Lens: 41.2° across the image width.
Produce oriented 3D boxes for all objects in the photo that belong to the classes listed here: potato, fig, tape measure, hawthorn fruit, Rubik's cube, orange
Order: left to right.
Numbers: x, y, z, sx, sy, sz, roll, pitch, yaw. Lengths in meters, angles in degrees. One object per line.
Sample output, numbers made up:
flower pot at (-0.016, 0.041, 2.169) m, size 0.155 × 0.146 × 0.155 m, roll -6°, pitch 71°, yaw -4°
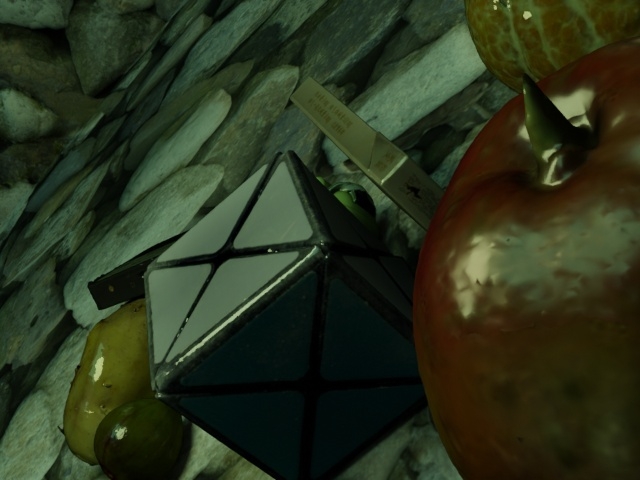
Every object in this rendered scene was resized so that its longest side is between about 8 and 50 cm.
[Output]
potato at (-0.304, 0.200, 1.332) m, size 0.140 × 0.173 × 0.300 m, roll 19°, pitch 63°, yaw 13°
fig at (-0.218, 0.248, 1.219) m, size 0.236 × 0.124 × 0.124 m, roll -45°, pitch 26°, yaw -23°
Rubik's cube at (-0.032, 0.091, 0.994) m, size 0.260 × 0.259 × 0.254 m, roll -43°, pitch 31°, yaw 11°
tape measure at (0.000, 0.000, 1.207) m, size 0.175 × 0.106 × 0.199 m, roll -5°, pitch 53°, yaw 55°
orange at (0.322, -0.322, 1.020) m, size 0.329 × 0.249 × 0.329 m, roll -28°, pitch 31°, yaw 19°
hawthorn fruit at (0.242, 0.031, 0.580) m, size 0.403 × 0.403 × 0.402 m, roll -33°, pitch 33°, yaw 25°

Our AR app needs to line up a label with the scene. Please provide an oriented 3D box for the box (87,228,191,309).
box at (-0.197, 0.011, 1.383) m, size 0.350 × 0.058 × 0.211 m, roll -20°, pitch 11°, yaw 29°

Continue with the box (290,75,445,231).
box at (0.089, -0.090, 1.096) m, size 0.051 × 0.205 × 0.365 m, roll -46°, pitch 29°, yaw 6°
